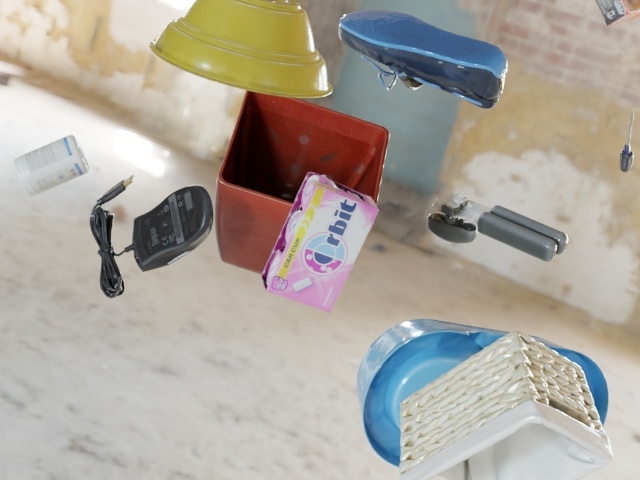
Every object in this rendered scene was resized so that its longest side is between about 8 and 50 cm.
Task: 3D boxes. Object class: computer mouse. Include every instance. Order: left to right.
[{"bbox_3d":[-0.264,-0.035,1.897,0.060,0.262,0.184,16,48,-50],"label":"computer mouse"}]

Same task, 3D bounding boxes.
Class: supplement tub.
[{"bbox_3d":[-0.443,-0.124,1.954,0.107,0.071,0.071,-23,19,-4],"label":"supplement tub"}]

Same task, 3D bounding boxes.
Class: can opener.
[{"bbox_3d":[0.327,-0.021,2.201,0.280,0.093,0.074,21,37,37],"label":"can opener"}]

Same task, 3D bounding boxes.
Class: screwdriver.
[{"bbox_3d":[0.536,-0.176,2.068,0.025,0.024,0.170,45,-17,35],"label":"screwdriver"}]

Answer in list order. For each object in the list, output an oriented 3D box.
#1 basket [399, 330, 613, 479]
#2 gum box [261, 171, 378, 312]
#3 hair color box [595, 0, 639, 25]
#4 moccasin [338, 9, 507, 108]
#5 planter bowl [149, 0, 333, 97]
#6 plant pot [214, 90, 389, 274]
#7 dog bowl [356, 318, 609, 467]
[{"bbox_3d":[0.162,0.173,1.079,0.113,0.167,0.103,30,40,-31],"label":"basket"},{"bbox_3d":[0.000,0.000,1.753,0.107,0.188,0.062,20,16,-17],"label":"gum box"},{"bbox_3d":[0.534,-0.431,2.040,0.167,0.093,0.053,-22,-4,-44],"label":"hair color box"},{"bbox_3d":[0.169,-0.316,2.120,0.342,0.117,0.137,29,49,34],"label":"moccasin"},{"bbox_3d":[-0.080,-0.240,1.352,0.217,0.090,0.217,14,19,-5],"label":"planter bowl"},{"bbox_3d":[-0.051,-0.072,2.094,0.267,0.236,0.267,17,46,-4],"label":"plant pot"},{"bbox_3d":[0.174,0.172,1.313,0.297,0.166,0.074,10,16,-21],"label":"dog bowl"}]
